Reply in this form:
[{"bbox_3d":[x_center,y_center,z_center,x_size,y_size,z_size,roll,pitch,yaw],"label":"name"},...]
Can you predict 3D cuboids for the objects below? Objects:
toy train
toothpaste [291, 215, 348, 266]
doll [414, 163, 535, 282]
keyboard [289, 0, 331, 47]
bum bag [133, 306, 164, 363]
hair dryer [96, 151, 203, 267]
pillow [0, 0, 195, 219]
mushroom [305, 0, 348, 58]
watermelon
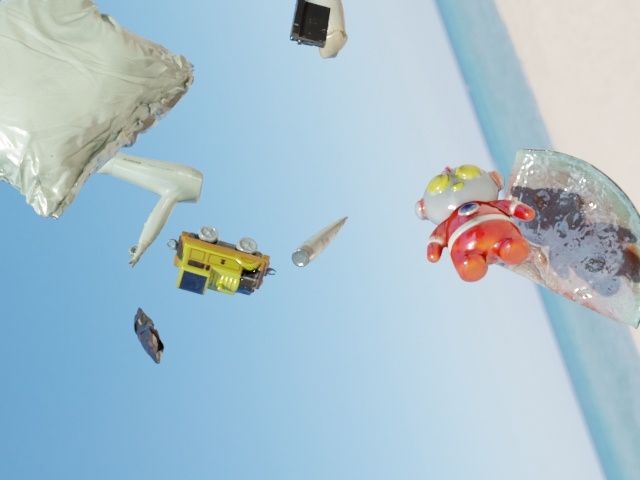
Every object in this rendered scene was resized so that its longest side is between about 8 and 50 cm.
[{"bbox_3d":[-0.194,0.051,1.951,0.127,0.219,0.089,-81,11,-47],"label":"toy train"},{"bbox_3d":[0.000,0.000,1.992,0.039,0.062,0.239,47,-155,1],"label":"toothpaste"},{"bbox_3d":[0.190,-0.035,1.289,0.245,0.142,0.076,-103,-9,-55],"label":"doll"},{"bbox_3d":[-0.016,-0.346,1.615,0.195,0.060,0.018,-84,9,-60],"label":"keyboard"},{"bbox_3d":[-0.300,0.163,1.756,0.124,0.034,0.058,43,144,53],"label":"bum bag"},{"bbox_3d":[-0.342,-0.057,1.906,0.075,0.206,0.237,109,174,-60],"label":"hair dryer"},{"bbox_3d":[-0.341,-0.188,1.285,0.283,0.310,0.138,35,150,14],"label":"pillow"},{"bbox_3d":[-0.002,-0.544,2.120,0.097,0.109,0.351,-1,-104,-33],"label":"mushroom"},{"bbox_3d":[0.382,0.007,1.566,0.318,0.226,0.148,59,-167,10],"label":"watermelon"}]
